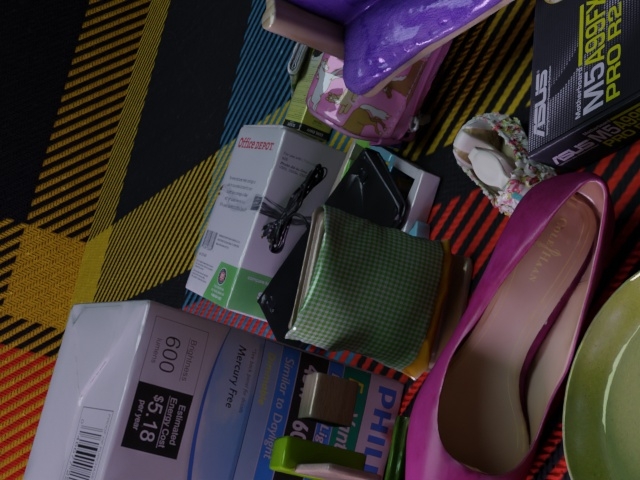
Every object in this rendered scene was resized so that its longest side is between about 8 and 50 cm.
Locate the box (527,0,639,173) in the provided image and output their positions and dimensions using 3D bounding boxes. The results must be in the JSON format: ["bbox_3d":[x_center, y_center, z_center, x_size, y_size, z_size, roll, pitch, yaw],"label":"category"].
[{"bbox_3d":[0.304,-0.228,1.064,0.216,0.060,0.270,-30,46,56],"label":"box"}]

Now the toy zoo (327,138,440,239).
[{"bbox_3d":[0.074,-0.027,1.444,0.192,0.030,0.293,-67,24,10],"label":"toy zoo"}]

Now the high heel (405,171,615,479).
[{"bbox_3d":[0.167,0.116,0.963,0.181,0.127,0.377,98,-171,-77],"label":"high heel"}]

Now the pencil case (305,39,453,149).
[{"bbox_3d":[0.122,-0.314,1.399,0.160,0.167,0.386,-91,24,-76],"label":"pencil case"}]

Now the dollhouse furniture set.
[{"bbox_3d":[0.081,0.112,1.118,0.151,0.198,0.301,-21,55,62],"label":"dollhouse furniture set"}]

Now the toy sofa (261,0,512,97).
[{"bbox_3d":[0.101,-0.320,1.195,0.363,0.150,0.177,-26,61,42],"label":"toy sofa"}]

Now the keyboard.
[{"bbox_3d":[0.000,0.000,1.466,0.317,0.033,0.201,-53,49,33],"label":"keyboard"}]

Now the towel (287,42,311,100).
[{"bbox_3d":[-0.032,-0.308,1.803,0.152,0.023,0.113,97,-165,-78],"label":"towel"}]

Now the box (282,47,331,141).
[{"bbox_3d":[0.013,-0.282,1.732,0.087,0.058,0.232,25,96,67],"label":"box"}]

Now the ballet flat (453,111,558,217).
[{"bbox_3d":[0.193,-0.094,1.182,0.091,0.077,0.241,-64,24,16],"label":"ballet flat"}]

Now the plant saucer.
[{"bbox_3d":[0.290,0.129,0.858,0.241,0.037,0.241,-47,33,44],"label":"plant saucer"}]

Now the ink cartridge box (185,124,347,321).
[{"bbox_3d":[-0.088,-0.029,1.679,0.211,0.122,0.289,17,88,66],"label":"ink cartridge box"}]

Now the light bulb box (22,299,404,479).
[{"bbox_3d":[-0.135,0.286,1.231,0.225,0.361,0.357,-6,67,56],"label":"light bulb box"}]
